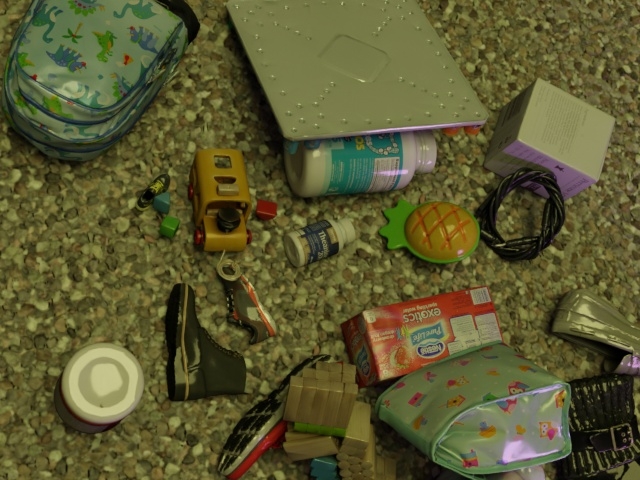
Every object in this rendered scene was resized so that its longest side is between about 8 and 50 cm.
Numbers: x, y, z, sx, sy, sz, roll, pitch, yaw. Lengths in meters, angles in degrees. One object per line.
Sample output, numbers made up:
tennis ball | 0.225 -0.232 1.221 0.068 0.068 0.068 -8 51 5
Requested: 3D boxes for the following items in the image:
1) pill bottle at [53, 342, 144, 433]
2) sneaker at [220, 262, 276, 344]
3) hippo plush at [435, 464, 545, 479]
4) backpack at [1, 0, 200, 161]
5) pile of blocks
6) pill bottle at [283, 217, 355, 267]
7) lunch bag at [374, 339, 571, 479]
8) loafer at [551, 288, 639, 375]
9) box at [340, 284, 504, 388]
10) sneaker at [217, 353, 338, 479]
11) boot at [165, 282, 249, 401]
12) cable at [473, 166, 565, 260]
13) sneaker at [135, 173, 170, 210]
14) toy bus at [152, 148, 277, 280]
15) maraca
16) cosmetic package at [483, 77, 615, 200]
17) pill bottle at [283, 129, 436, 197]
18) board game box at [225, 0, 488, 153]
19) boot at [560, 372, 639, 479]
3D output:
pill bottle | -0.348 0.235 1.619 0.121 0.221 0.121 5 73 -17
sneaker | -0.140 0.112 1.817 0.065 0.061 0.158 -34 86 -17
hippo plush | 0.292 0.500 1.752 0.294 0.234 0.236 -36 100 -43
backpack | -0.393 -0.310 1.771 0.290 0.273 0.355 33 79 -14
pile of blocks | 0.028 0.321 1.735 0.149 0.362 0.112 -11 36 13
pill bottle | 0.000 0.000 1.891 0.120 0.067 0.067 -20 82 -22
lunch bag | 0.244 0.285 1.716 0.262 0.223 0.160 -13 108 -19
loafer | 0.587 0.214 2.011 0.320 0.112 0.111 31 72 0
box | 0.182 0.173 1.871 0.257 0.122 0.128 -10 78 -21
sneaker | -0.049 0.315 1.767 0.279 0.107 0.118 -41 103 -20
boot | -0.190 0.172 1.781 0.137 0.077 0.197 2 87 -23
cable | 0.392 -0.052 2.006 0.150 0.047 0.184 44 98 10
sneaker | -0.290 -0.086 1.835 0.031 0.035 0.083 39 66 -5
toy bus | -0.169 -0.065 1.812 0.202 0.104 0.191 35 52 9
maraca | 0.204 -0.019 1.954 0.186 0.099 0.127 10 63 12
cosmetic package | 0.448 -0.192 2.054 0.184 0.151 0.151 26 68 -9
pill bottle | 0.075 -0.159 1.921 0.264 0.146 0.146 -6 76 -21
board game box | 0.058 -0.318 1.926 0.390 0.050 0.390 -8 50 -20
boot | 0.590 0.372 1.947 0.348 0.131 0.260 -2 75 -19
